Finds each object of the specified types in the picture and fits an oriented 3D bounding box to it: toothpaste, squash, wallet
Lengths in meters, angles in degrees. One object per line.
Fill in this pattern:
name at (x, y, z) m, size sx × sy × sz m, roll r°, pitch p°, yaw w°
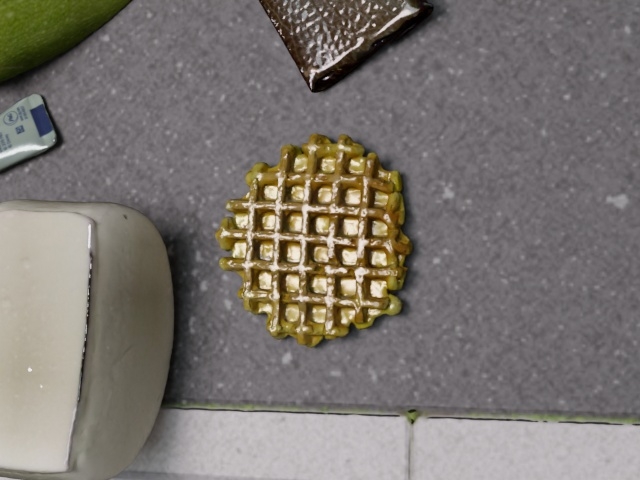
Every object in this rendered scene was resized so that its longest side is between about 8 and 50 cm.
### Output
toothpaste at (-0.356, -0.071, 1.174) m, size 0.216 × 0.037 × 0.062 m, roll -28°, pitch 74°, yaw 9°
squash at (-0.259, -0.282, 1.171) m, size 0.261 × 0.189 × 0.189 m, roll -34°, pitch 72°, yaw -25°
wallet at (-0.011, -0.266, 1.083) m, size 0.133 × 0.039 × 0.243 m, roll -35°, pitch 76°, yaw 18°

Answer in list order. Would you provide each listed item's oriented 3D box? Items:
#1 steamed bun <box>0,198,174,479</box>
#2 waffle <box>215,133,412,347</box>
steamed bun at (-0.218, 0.087, 1.047) m, size 0.146 × 0.164 × 0.241 m, roll 3°, pitch 87°, yaw 20°
waffle at (-0.005, -0.001, 1.054) m, size 0.191 × 0.038 × 0.191 m, roll -1°, pitch 85°, yaw 18°
